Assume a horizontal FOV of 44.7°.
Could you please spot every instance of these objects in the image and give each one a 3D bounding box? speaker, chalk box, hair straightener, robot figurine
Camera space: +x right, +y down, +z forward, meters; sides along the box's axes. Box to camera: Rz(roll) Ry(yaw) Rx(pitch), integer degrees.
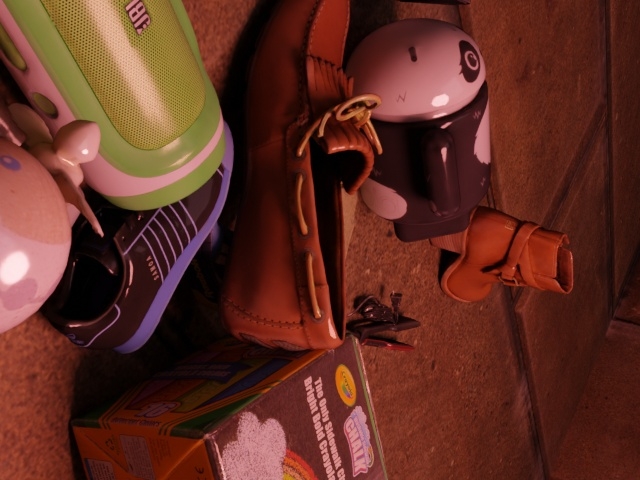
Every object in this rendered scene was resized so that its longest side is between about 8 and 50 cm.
[{"bbox_3d":[-0.165,-0.160,0.529,0.131,0.131,0.296,-55,144,-29],"label":"speaker"},{"bbox_3d":[-0.059,0.199,0.768,0.289,0.179,0.180,-24,104,-53],"label":"chalk box"},{"bbox_3d":[0.084,0.112,1.134,0.230,0.047,0.089,16,89,-55],"label":"hair straightener"},{"bbox_3d":[0.124,-0.132,0.955,0.173,0.209,0.278,-37,134,-28],"label":"robot figurine"}]

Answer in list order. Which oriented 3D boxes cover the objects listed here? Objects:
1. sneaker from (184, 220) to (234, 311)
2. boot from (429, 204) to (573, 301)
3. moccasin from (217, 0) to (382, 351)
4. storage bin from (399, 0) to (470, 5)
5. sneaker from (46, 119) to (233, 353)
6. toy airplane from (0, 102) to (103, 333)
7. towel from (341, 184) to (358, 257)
[{"bbox_3d":[-0.108,0.005,0.765,0.059,0.053,0.144,-56,149,-38],"label":"sneaker"},{"bbox_3d":[0.311,0.041,1.284,0.109,0.220,0.283,-58,145,-26],"label":"boot"},{"bbox_3d":[-0.003,-0.083,0.758,0.139,0.147,0.380,50,44,-59],"label":"moccasin"},{"bbox_3d":[0.090,-0.321,0.871,0.180,0.122,0.084,-9,110,-57],"label":"storage bin"},{"bbox_3d":[-0.149,-0.016,0.657,0.232,0.081,0.090,-69,156,-8],"label":"sneaker"},{"bbox_3d":[-0.240,-0.011,0.319,0.384,0.272,0.386,103,11,-46],"label":"toy airplane"},{"bbox_3d":[0.000,0.000,0.956,0.110,0.027,0.148,3,102,-57],"label":"towel"}]
